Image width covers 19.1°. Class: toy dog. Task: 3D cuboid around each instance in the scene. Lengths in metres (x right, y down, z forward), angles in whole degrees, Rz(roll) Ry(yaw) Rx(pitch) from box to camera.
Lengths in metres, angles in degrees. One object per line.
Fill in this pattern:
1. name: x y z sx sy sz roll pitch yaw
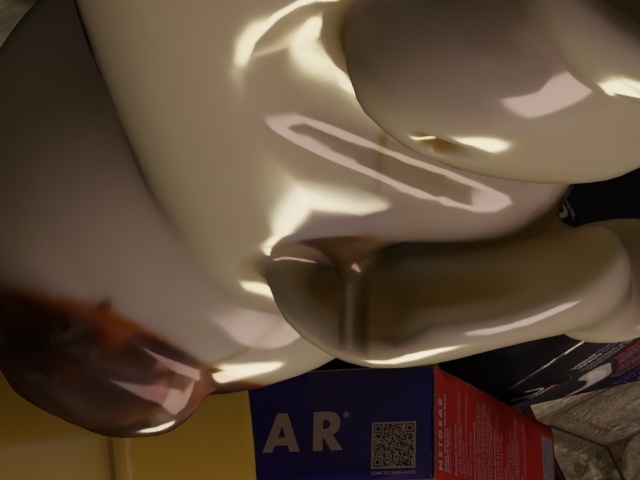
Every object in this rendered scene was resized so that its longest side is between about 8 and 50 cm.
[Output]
1. toy dog: -0.010 -0.067 0.746 0.395 0.285 0.408 2 153 -24

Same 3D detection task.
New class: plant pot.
1. plant pot: -0.172 0.126 1.187 0.239 0.254 0.254 -5 159 -9

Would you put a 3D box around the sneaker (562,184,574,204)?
1. sneaker: 0.127 -0.049 1.195 0.217 0.079 0.121 -24 147 -57

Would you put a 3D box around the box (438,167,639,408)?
1. box: 0.229 0.038 1.593 0.270 0.143 0.165 -8 157 -43

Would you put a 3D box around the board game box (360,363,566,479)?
1. board game box: 0.067 0.312 1.823 0.356 0.356 0.356 -28 163 8

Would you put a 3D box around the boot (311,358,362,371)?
1. boot: 0.000 0.083 1.562 0.198 0.077 0.137 -18 172 25

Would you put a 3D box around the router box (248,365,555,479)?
1. router box: -0.020 0.168 1.464 0.335 0.082 0.301 -5 165 22
